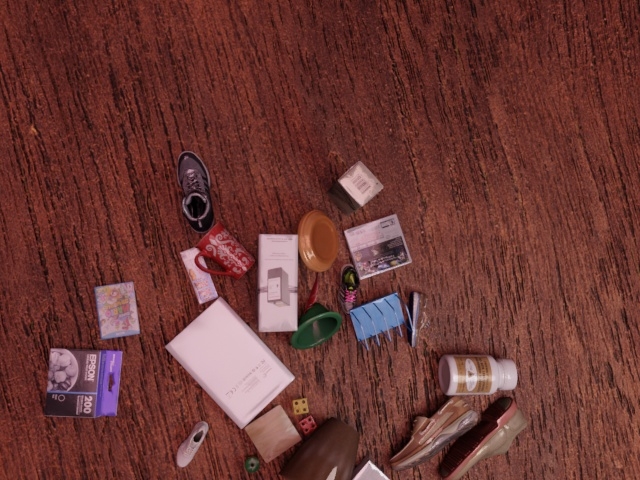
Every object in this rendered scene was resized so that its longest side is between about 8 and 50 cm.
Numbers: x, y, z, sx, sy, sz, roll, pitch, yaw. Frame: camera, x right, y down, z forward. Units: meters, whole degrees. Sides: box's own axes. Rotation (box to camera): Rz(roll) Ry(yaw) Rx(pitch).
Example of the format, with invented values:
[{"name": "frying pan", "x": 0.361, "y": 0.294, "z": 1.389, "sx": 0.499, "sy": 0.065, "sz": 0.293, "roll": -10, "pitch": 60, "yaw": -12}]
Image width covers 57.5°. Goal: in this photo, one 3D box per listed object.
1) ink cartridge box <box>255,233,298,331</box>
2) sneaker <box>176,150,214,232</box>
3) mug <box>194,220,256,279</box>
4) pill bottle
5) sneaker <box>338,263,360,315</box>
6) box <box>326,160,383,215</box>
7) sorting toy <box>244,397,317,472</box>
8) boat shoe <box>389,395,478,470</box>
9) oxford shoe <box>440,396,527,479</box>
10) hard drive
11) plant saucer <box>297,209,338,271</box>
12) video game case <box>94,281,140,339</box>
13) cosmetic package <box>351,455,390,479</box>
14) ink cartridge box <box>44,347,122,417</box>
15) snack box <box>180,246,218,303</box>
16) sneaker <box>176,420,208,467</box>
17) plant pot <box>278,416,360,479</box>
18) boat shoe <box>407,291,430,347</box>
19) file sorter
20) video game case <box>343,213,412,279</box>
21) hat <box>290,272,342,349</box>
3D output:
[{"name": "ink cartridge box", "x": -0.137, "y": 0.130, "z": 1.804, "sx": 0.121, "sy": 0.211, "sz": 0.289, "roll": 1, "pitch": 87, "yaw": -8}, {"name": "sneaker", "x": -0.390, "y": -0.160, "z": 1.818, "sx": 0.101, "sy": 0.153, "sz": 0.269, "roll": -12, "pitch": 88, "yaw": -8}, {"name": "mug", "x": -0.307, "y": 0.050, "z": 1.842, "sx": 0.169, "sy": 0.113, "sz": 0.150, "roll": 43, "pitch": 86, "yaw": -7}, {"name": "pill bottle", "x": 0.513, "y": 0.438, "z": 1.906, "sx": 0.229, "sy": 0.131, "sz": 0.131, "roll": 1, "pitch": 86, "yaw": -7}, {"name": "sneaker", "x": 0.095, "y": 0.160, "z": 1.899, "sx": 0.063, "sy": 0.075, "sz": 0.170, "roll": 1, "pitch": 86, "yaw": -7}, {"name": "box", "x": 0.101, "y": -0.157, "z": 1.820, "sx": 0.094, "sy": 0.275, "sz": 0.113, "roll": -43, "pitch": 91, "yaw": -8}, {"name": "sorting toy", "x": -0.143, "y": 0.603, "z": 1.852, "sx": 0.274, "sy": 0.046, "sz": 0.132, "roll": -33, "pitch": 91, "yaw": -8}, {"name": "boat shoe", "x": 0.353, "y": 0.626, "z": 1.893, "sx": 0.324, "sy": 0.123, "sz": 0.116, "roll": -36, "pitch": 57, "yaw": 0}, {"name": "oxford shoe", "x": 0.541, "y": 0.676, "z": 1.901, "sx": 0.348, "sy": 0.123, "sz": 0.130, "roll": -41, "pitch": 97, "yaw": -7}, {"name": "hard drive", "x": -0.285, "y": 0.385, "z": 1.849, "sx": 0.233, "sy": 0.047, "sz": 0.353, "roll": -42, "pitch": 93, "yaw": -8}, {"name": "plant saucer", "x": 0.000, "y": 0.000, "z": 1.850, "sx": 0.037, "sy": 0.200, "sz": 0.200, "roll": -7, "pitch": 86, "yaw": 35}, {"name": "video game case", "x": -0.638, "y": 0.219, "z": 1.831, "sx": 0.119, "sy": 0.015, "sz": 0.166, "roll": -8, "pitch": 88, "yaw": -8}, {"name": "cosmetic package", "x": 0.104, "y": 0.817, "z": 1.863, "sx": 0.099, "sy": 0.060, "sz": 0.239, "roll": 45, "pitch": 82, "yaw": -4}, {"name": "ink cartridge box", "x": -0.726, "y": 0.437, "z": 1.790, "sx": 0.208, "sy": 0.045, "sz": 0.206, "roll": 4, "pitch": 85, "yaw": -8}, {"name": "snack box", "x": -0.387, "y": 0.110, "z": 1.866, "sx": 0.064, "sy": 0.022, "sz": 0.178, "roll": -21, "pitch": 89, "yaw": -9}, {"name": "sneaker", "x": -0.402, "y": 0.636, "z": 1.810, "sx": 0.053, "sy": 0.061, "sz": 0.152, "roll": 30, "pitch": 84, "yaw": -6}, {"name": "plant pot", "x": 0.021, "y": 0.675, "z": 1.804, "sx": 0.215, "sy": 0.215, "sz": 0.230, "roll": 34, "pitch": 69, "yaw": -4}, {"name": "boat shoe", "x": 0.328, "y": 0.262, "z": 1.926, "sx": 0.066, "sy": 0.066, "sz": 0.183, "roll": 6, "pitch": 85, "yaw": -8}, {"name": "file sorter", "x": 0.197, "y": 0.262, "z": 1.873, "sx": 0.170, "sy": 0.104, "sz": 0.118, "roll": -20, "pitch": 111, "yaw": -8}, {"name": "video game case", "x": 0.191, "y": 0.021, "z": 1.948, "sx": 0.190, "sy": 0.022, "sz": 0.173, "roll": -18, "pitch": 88, "yaw": -9}, {"name": "hat", "x": -0.039, "y": 0.221, "z": 1.893, "sx": 0.208, "sy": 0.173, "sz": 0.183, "roll": -31, "pitch": 55, "yaw": -4}]
